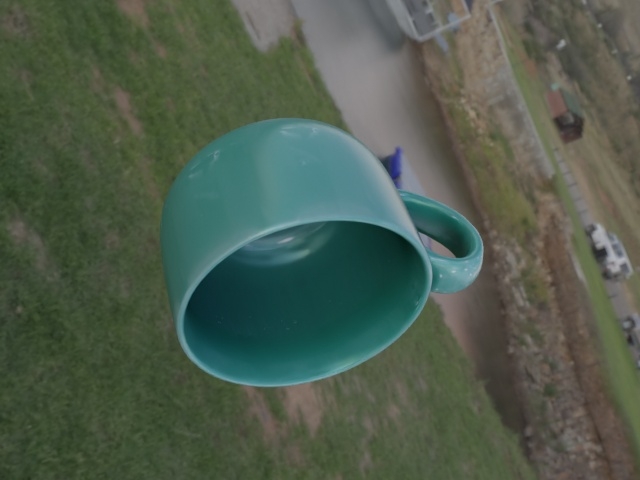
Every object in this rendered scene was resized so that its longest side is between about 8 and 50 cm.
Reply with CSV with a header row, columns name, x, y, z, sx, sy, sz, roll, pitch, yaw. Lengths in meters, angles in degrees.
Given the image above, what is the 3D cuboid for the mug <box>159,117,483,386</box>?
name,x,y,z,sx,sy,sz,roll,pitch,yaw
mug,-0.009,0.004,0.435,0.158,0.129,0.097,23,33,-39
